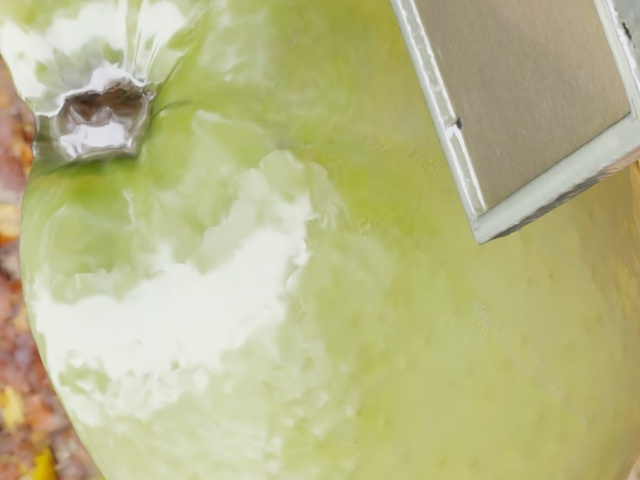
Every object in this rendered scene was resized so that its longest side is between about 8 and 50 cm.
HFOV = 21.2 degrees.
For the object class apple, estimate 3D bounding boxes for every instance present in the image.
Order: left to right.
[{"bbox_3d":[0.000,0.000,0.791,0.320,0.360,0.311,31,89,36],"label":"apple"}]

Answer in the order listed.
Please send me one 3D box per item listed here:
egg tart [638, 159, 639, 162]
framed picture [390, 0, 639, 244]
[{"bbox_3d":[0.246,-0.170,1.252,0.295,0.295,0.116,11,136,31],"label":"egg tart"},{"bbox_3d":[0.030,-0.106,0.424,0.150,0.015,0.203,134,118,-76],"label":"framed picture"}]
